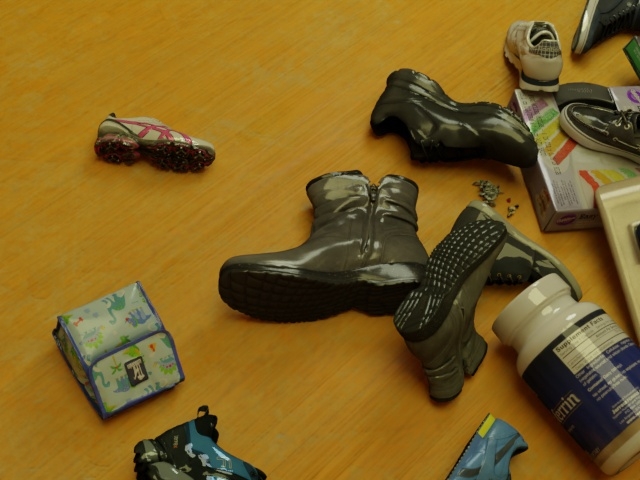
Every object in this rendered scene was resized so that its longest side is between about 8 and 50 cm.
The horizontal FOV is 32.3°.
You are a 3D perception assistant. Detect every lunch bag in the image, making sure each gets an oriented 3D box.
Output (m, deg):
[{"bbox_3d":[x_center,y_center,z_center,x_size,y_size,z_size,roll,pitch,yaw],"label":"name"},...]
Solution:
[{"bbox_3d":[-0.271,0.151,1.490,0.129,0.096,0.151,-24,78,-26],"label":"lunch bag"}]

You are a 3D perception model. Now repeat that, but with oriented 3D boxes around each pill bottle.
[{"bbox_3d":[0.371,0.182,1.541,0.153,0.153,0.264,-28,65,-25],"label":"pill bottle"}]

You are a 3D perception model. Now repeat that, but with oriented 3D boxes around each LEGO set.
[{"bbox_3d":[0.282,-0.074,1.773,0.083,0.023,0.054,22,56,5],"label":"LEGO set"}]

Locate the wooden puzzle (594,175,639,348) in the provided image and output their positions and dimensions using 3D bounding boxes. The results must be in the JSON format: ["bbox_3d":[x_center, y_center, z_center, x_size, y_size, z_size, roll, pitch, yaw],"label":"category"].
[{"bbox_3d":[0.608,0.031,1.632,0.322,0.080,0.347,-14,71,5],"label":"wooden puzzle"}]

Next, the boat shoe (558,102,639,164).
[{"bbox_3d":[0.498,-0.173,1.765,0.228,0.076,0.080,29,56,9],"label":"boat shoe"}]

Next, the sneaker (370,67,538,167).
[{"bbox_3d":[0.211,-0.169,1.784,0.286,0.109,0.130,24,64,21],"label":"sneaker"}]

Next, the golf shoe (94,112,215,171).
[{"bbox_3d":[-0.252,-0.160,1.709,0.186,0.067,0.086,9,54,-4],"label":"golf shoe"}]

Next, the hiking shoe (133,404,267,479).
[{"bbox_3d":[-0.106,0.341,1.374,0.132,0.113,0.304,-31,67,-25],"label":"hiking shoe"}]

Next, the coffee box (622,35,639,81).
[{"bbox_3d":[0.623,-0.295,1.934,0.184,0.040,0.113,6,51,-32],"label":"coffee box"}]

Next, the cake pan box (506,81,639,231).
[{"bbox_3d":[0.454,-0.143,1.825,0.246,0.070,0.267,-1,57,-13],"label":"cake pan box"}]

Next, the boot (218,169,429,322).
[{"bbox_3d":[0.000,0.000,1.635,0.338,0.118,0.222,3,53,-21],"label":"boot"}]

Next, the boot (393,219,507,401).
[{"bbox_3d":[0.201,0.099,1.576,0.083,0.161,0.246,12,52,43],"label":"boot"}]

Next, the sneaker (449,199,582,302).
[{"bbox_3d":[0.280,0.051,1.670,0.222,0.083,0.118,39,77,7],"label":"sneaker"}]

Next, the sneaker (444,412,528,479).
[{"bbox_3d":[0.207,0.326,1.468,0.082,0.069,0.209,36,58,9],"label":"sneaker"}]

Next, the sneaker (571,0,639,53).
[{"bbox_3d":[0.555,-0.396,1.998,0.163,0.086,0.226,25,55,10],"label":"sneaker"}]

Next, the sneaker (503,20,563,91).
[{"bbox_3d":[0.371,-0.338,1.890,0.090,0.094,0.235,-3,31,-3],"label":"sneaker"}]
